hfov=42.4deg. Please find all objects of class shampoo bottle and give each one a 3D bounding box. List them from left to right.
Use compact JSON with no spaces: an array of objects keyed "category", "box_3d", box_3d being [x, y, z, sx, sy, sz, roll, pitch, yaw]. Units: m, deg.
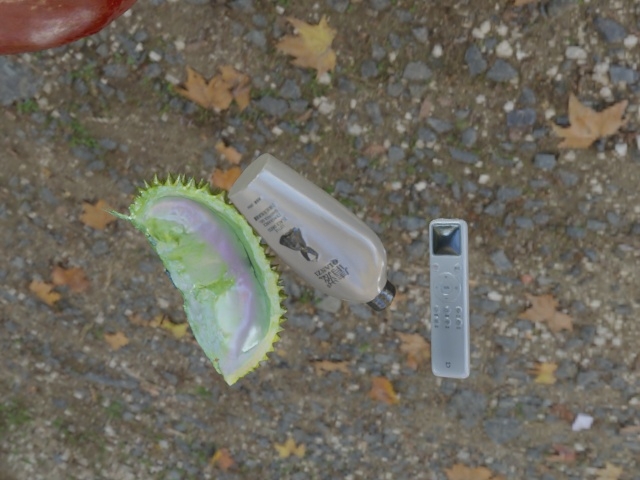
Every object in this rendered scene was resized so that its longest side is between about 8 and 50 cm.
[{"category":"shampoo bottle","box_3d":[0.000,0.000,1.060,0.257,0.078,0.127,40,126,-20]}]

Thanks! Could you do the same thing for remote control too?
[{"category":"remote control","box_3d":[0.209,0.095,1.345,0.067,0.029,0.261,1,93,34]}]

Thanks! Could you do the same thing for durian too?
[{"category":"durian","box_3d":[-0.169,0.041,1.312,0.356,0.169,0.157,57,152,-4]}]

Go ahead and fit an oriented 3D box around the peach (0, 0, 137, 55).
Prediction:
[{"category":"peach","box_3d":[-0.244,-0.278,0.668,0.361,0.258,0.201,-20,155,-13]}]
